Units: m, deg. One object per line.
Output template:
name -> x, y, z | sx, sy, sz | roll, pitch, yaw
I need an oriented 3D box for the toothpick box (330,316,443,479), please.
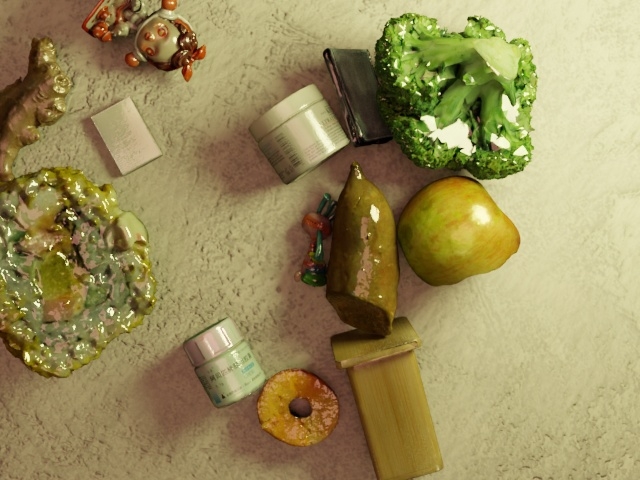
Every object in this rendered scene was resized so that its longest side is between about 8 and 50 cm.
toothpick box -> 0.153, 0.355, 1.539 | 0.187, 0.190, 0.308 | -16, 98, -2

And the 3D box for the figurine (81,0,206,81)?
figurine -> -0.357, -0.444, 1.507 | 0.226, 0.160, 0.183 | 40, 92, -11

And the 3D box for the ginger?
ginger -> -0.655, -0.287, 1.533 | 0.166, 0.080, 0.333 | 35, 98, 12

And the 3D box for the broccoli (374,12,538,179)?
broccoli -> 0.293, -0.308, 1.457 | 0.413, 0.321, 0.310 | 47, 119, -4

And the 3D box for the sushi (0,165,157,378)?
sushi -> -0.534, 0.046, 1.431 | 0.351, 0.240, 0.397 | -34, 105, -20

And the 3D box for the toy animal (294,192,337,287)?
toy animal -> 0.000, 0.000, 1.552 | 0.100, 0.103, 0.208 | 18, 88, -11

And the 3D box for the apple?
apple -> 0.287, -0.009, 1.495 | 0.226, 0.246, 0.246 | -36, 93, 8

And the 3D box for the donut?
donut -> -0.051, 0.372, 1.580 | 0.190, 0.074, 0.174 | 19, 90, -7

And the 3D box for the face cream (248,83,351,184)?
face cream -> -0.043, -0.226, 1.503 | 0.177, 0.177, 0.153 | -34, 95, 0

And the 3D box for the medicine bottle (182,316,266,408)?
medicine bottle -> -0.214, 0.269, 1.541 | 0.135, 0.135, 0.169 | -29, 90, 0

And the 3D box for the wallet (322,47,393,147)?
wallet -> 0.088, -0.313, 1.521 | 0.036, 0.167, 0.222 | -19, 92, 37

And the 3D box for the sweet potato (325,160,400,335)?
sweet potato -> 0.096, 0.018, 1.500 | 0.157, 0.158, 0.370 | 4, 87, -2

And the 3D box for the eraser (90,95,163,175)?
eraser -> -0.434, -0.235, 1.566 | 0.103, 0.023, 0.150 | -28, 93, 0
